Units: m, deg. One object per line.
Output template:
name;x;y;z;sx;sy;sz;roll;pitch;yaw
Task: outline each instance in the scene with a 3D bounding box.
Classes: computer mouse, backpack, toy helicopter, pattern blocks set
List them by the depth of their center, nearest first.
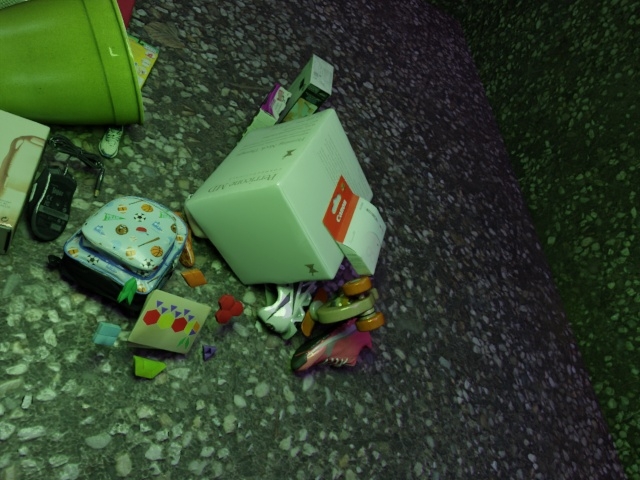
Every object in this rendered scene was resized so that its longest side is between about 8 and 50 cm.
pattern blocks set;-0.361;0.200;1.135;0.285;0.026;0.325;-56;135;-8
backpack;-0.472;0.010;1.173;0.277;0.213;0.263;34;38;-11
computer mouse;-0.652;-0.124;1.198;0.184;0.060;0.261;26;71;-68
toy helicopter;0.065;0.191;1.434;0.355;0.235;0.140;-37;107;-80

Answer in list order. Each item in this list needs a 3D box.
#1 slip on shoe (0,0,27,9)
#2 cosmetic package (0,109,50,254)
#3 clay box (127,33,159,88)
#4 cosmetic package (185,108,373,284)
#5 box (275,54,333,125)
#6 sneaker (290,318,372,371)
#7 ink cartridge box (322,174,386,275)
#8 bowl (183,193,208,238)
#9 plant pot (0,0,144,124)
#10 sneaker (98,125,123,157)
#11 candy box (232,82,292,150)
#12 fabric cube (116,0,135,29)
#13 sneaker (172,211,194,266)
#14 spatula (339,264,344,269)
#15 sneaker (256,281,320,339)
slip on shoe;-0.898;-0.683;1.337;0.332;0.123;0.101;4;58;-29
cosmetic package;-0.747;-0.137;1.087;0.129;0.153;0.295;17;56;-30
clay box;-0.617;-0.567;1.511;0.128;0.053;0.221;24;51;-21
cosmetic package;-0.095;-0.121;1.364;0.327;0.330;0.393;61;38;-31
box;-0.072;-0.511;1.716;0.087;0.290;0.169;24;50;-25
sneaker;0.052;0.333;1.414;0.314;0.116;0.136;-24;84;-41
ink cartridge box;0.104;-0.043;1.306;0.232;0.066;0.188;59;40;-41
bowl;-0.341;-0.063;1.384;0.142;0.053;0.142;3;59;-63
plant pot;-0.687;-0.449;1.201;0.354;0.366;0.366;-17;74;-22
sneaker;-0.604;-0.302;1.355;0.052;0.058;0.135;17;56;-28
candy box;-0.201;-0.399;1.590;0.071;0.233;0.159;33;50;-17
fabric cube;-0.706;-0.858;1.452;0.259;0.258;0.253;7;48;-34
sneaker;-0.389;-0.008;1.334;0.068;0.064;0.174;-7;72;-52
spatula;0.000;0.000;1.648;0.242;0.019;0.168;35;43;-16
sneaker;-0.089;0.125;1.430;0.146;0.122;0.330;38;47;-15
